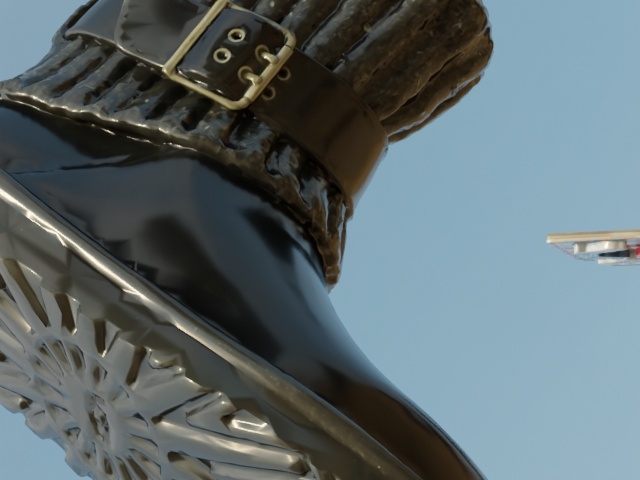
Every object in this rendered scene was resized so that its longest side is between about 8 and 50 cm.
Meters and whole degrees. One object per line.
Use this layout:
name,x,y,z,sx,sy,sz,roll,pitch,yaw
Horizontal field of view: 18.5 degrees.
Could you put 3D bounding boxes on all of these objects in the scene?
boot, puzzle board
boot,0.000,-0.003,0.812,0.260,0.348,0.131,-38,-25,-32
puzzle board,0.205,0.004,1.149,0.096,0.128,0.011,23,-114,-70
